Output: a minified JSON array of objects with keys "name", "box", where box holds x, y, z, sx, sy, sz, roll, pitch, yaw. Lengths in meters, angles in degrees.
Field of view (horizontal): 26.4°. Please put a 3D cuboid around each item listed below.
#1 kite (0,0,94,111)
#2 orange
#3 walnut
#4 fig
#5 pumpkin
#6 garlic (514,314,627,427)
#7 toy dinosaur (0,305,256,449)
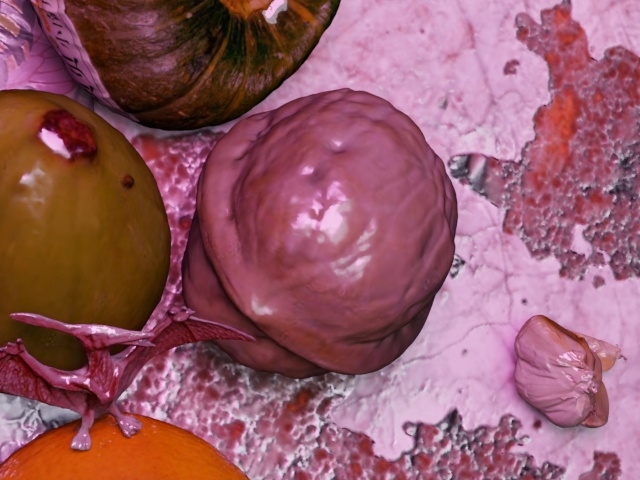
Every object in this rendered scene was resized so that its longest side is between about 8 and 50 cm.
[{"name":"kite","box":[-0.242,-0.199,1.028,0.204,0.022,0.360,14,81,-18]},{"name":"orange","box":[-0.137,0.228,0.935,0.224,0.170,0.224,3,81,-18]},{"name":"walnut","box":[0.000,0.000,0.980,0.224,0.224,0.224,2,83,-18]},{"name":"fig","box":[-0.185,-0.008,0.911,0.203,0.225,0.203,13,59,-23]},{"name":"pumpkin","box":[-0.100,-0.218,0.995,0.260,0.189,0.260,-19,124,-31]},{"name":"garlic","box":[0.199,0.111,1.108,0.074,0.094,0.113,-40,106,23]},{"name":"toy dinosaur","box":[-0.144,0.084,0.868,0.220,0.108,0.032,-11,42,-24]}]
